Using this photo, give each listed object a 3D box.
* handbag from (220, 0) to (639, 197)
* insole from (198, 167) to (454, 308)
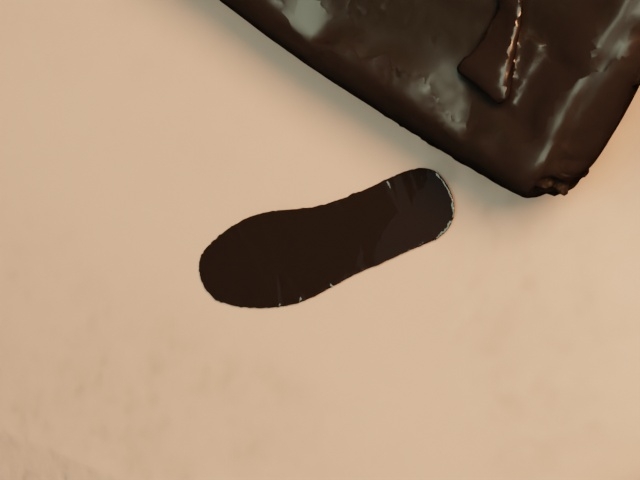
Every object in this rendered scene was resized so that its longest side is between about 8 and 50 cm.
[{"bbox_3d":[0.055,-0.180,0.533,0.275,0.088,0.244,35,114,21],"label":"handbag"},{"bbox_3d":[0.000,0.000,0.620,0.153,0.002,0.053,-22,82,25],"label":"insole"}]
